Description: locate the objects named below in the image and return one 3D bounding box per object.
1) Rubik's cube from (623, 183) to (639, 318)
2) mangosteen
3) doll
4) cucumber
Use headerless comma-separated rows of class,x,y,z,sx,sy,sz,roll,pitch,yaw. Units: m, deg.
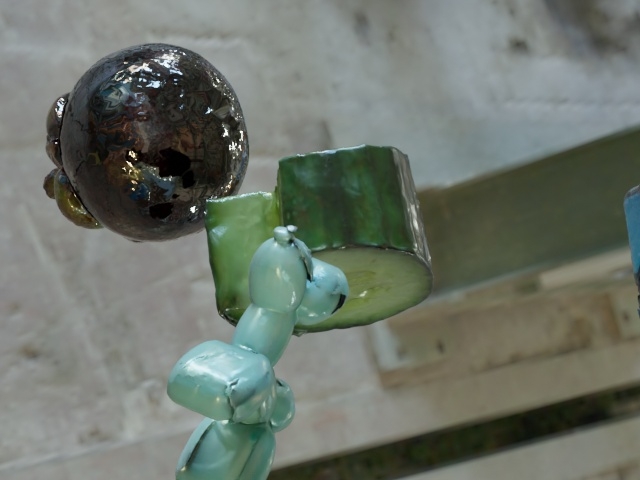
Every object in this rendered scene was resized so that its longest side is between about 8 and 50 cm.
Rubik's cube,0.341,0.035,1.458,0.233,0.228,0.229,63,29,1
mangosteen,-0.194,-0.088,1.996,0.211,0.250,0.211,33,45,-40
doll,-0.037,0.070,1.205,0.158,0.059,0.159,-51,152,-43
cucumber,0.010,-0.002,1.633,0.191,0.191,0.130,4,68,-53
